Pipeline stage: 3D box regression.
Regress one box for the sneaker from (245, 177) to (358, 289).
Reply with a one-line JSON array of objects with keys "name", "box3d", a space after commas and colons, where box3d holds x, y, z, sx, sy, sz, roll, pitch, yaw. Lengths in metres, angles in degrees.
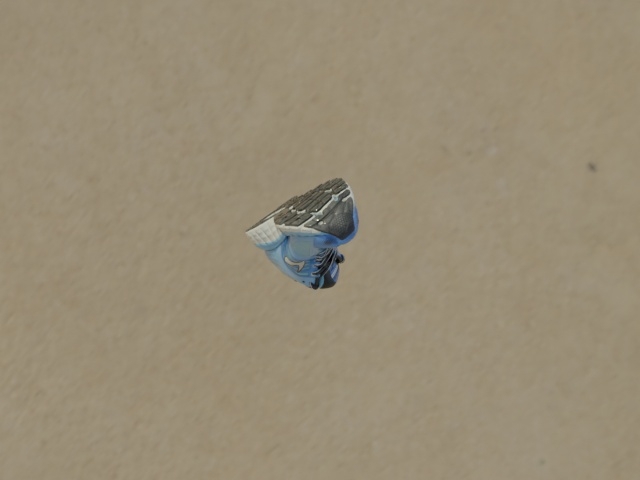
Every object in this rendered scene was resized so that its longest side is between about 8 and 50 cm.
[{"name": "sneaker", "box3d": [0.000, 0.000, 1.277, 0.063, 0.162, 0.073, -36, 97, -16]}]
